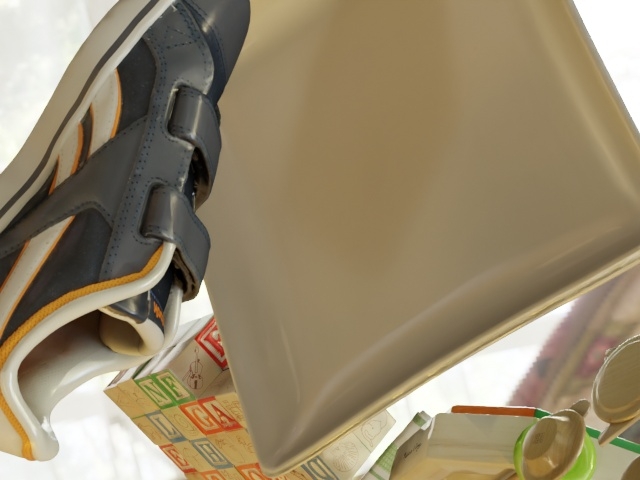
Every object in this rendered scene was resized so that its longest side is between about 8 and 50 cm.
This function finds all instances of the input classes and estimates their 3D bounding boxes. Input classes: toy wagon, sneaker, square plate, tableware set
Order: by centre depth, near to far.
[{"bbox_3d":[-0.111,-0.017,0.860,0.127,0.126,0.321,29,-107,17],"label":"sneaker"},{"bbox_3d":[0.167,0.137,0.918,0.141,0.020,0.169,-39,-154,35],"label":"tableware set"},{"bbox_3d":[0.042,-0.067,0.998,0.344,0.347,0.049,-36,150,33],"label":"square plate"},{"bbox_3d":[0.227,0.223,1.167,0.344,0.068,0.267,19,155,-6],"label":"toy wagon"}]

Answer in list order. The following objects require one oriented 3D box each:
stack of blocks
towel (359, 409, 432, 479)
[{"bbox_3d":[-0.078,0.161,1.485,0.087,0.171,0.297,-48,-166,-29],"label":"stack of blocks"},{"bbox_3d":[0.094,0.258,1.528,0.152,0.113,0.023,-50,-168,6],"label":"towel"}]
